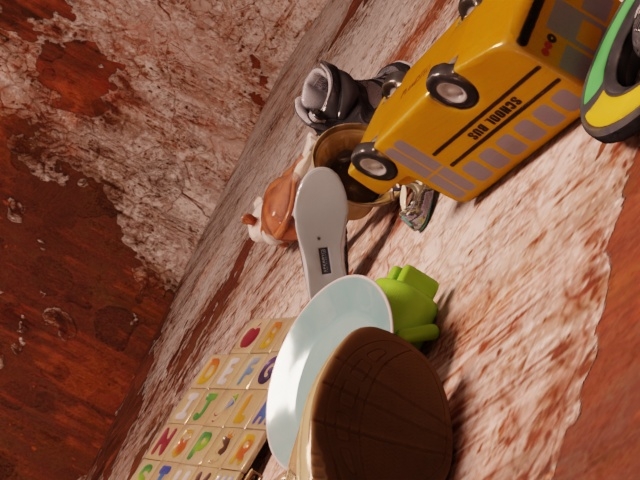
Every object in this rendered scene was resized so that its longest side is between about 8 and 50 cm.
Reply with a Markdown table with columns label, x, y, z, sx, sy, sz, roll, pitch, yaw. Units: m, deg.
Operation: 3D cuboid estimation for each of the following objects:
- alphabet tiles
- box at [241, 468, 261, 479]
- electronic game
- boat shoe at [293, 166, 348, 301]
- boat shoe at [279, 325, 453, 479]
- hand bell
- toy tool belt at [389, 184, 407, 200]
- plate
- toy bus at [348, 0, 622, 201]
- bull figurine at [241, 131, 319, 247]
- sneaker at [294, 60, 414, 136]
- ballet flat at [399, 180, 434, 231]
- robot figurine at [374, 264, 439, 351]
| label | x | y | z | sx | sy | sz | roll | pitch | yaw |
| --- | --- | --- | --- | --- | --- | --- | --- | --- | --- |
| alphabet tiles | -0.133 | 0.236 | 1.754 | 0.342 | 0.011 | 0.285 | -57 | 22 | -21 |
| box | -0.137 | 0.355 | 1.682 | 0.164 | 0.021 | 0.201 | -63 | 9 | -17 |
| electronic game | 0.268 | -0.174 | 1.044 | 0.229 | 0.048 | 0.229 | -58 | 9 | 16 |
| boat shoe | 0.000 | 0.000 | 1.679 | 0.083 | 0.065 | 0.183 | -118 | 24 | -81 |
| boat shoe | 0.013 | 0.206 | 1.031 | 0.110 | 0.122 | 0.341 | -51 | 14 | 41 |
| hand bell | 0.027 | -0.030 | 1.803 | 0.242 | 0.126 | 0.126 | 110 | -178 | -55 |
| toy tool belt | 0.101 | -0.077 | 1.647 | 0.083 | 0.052 | 0.051 | 160 | 115 | -67 |
| plate | 0.013 | 0.122 | 1.243 | 0.188 | 0.024 | 0.188 | -37 | 41 | 41 |
| toy bus | 0.146 | -0.133 | 1.308 | 0.108 | 0.130 | 0.333 | -66 | 11 | -27 |
| bull figurine | -0.037 | -0.067 | 2.157 | 0.188 | 0.101 | 0.310 | -59 | 9 | 0 |
| sneaker | 0.053 | -0.204 | 1.925 | 0.101 | 0.153 | 0.268 | -54 | 11 | 31 |
| ballet flat | 0.112 | -0.061 | 1.550 | 0.041 | 0.041 | 0.114 | -50 | 14 | 49 |
| robot figurine | 0.066 | 0.081 | 1.287 | 0.101 | 0.067 | 0.115 | -7 | 54 | 64 |
